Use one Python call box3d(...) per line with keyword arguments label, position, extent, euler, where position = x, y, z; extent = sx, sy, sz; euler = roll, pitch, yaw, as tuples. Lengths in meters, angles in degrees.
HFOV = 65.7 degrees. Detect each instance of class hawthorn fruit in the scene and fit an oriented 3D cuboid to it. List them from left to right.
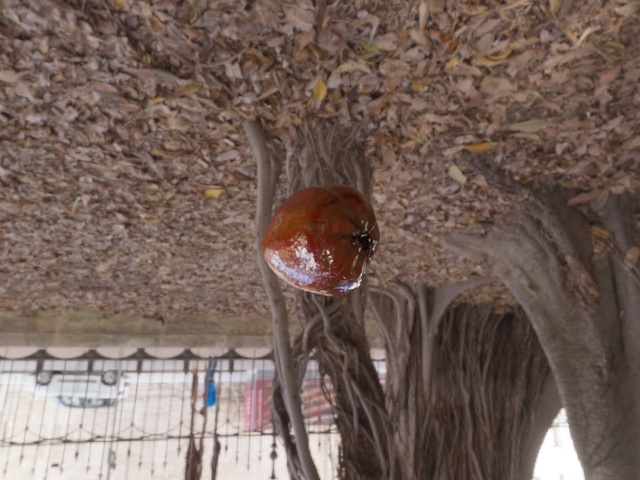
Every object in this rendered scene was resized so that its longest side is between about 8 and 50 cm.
box3d(label="hawthorn fruit", position=(0.000, 0.000, 0.518), extent=(0.128, 0.128, 0.128), euler=(0, 162, 0))
